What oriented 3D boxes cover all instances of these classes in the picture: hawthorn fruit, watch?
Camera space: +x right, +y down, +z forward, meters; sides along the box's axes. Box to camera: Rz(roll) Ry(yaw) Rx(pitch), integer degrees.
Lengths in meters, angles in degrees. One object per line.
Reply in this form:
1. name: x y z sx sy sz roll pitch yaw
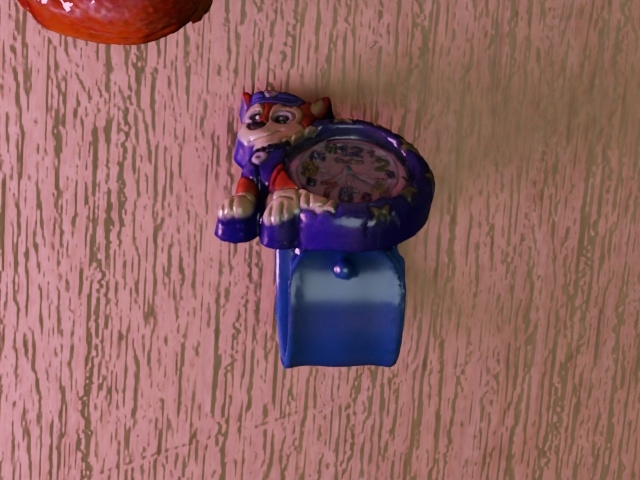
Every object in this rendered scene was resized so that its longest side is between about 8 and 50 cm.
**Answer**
1. hawthorn fruit: -0.161 -0.235 1.354 0.179 0.173 0.173 -23 108 29
2. watch: 0.006 0.005 1.426 0.171 0.196 0.200 4 127 3
